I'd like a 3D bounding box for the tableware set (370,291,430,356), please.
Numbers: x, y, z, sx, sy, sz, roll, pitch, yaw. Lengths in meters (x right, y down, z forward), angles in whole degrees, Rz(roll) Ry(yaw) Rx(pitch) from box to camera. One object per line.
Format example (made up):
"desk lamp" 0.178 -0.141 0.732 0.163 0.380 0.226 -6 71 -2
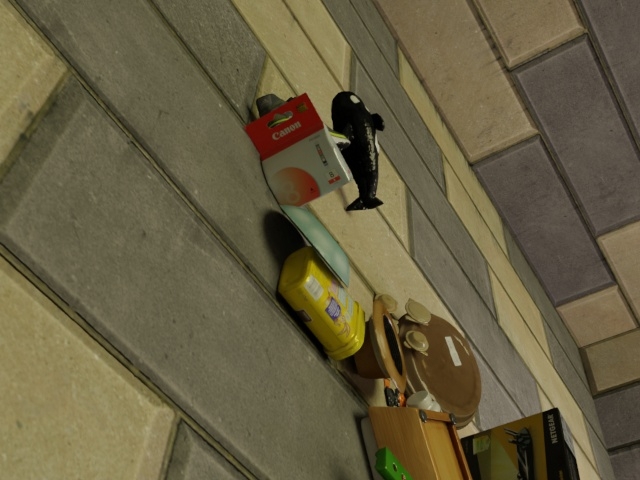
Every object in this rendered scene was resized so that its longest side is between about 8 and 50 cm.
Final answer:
"tableware set" 0.173 0.171 1.645 0.141 0.020 0.169 24 35 -8

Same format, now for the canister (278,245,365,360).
"canister" 0.003 0.107 1.338 0.170 0.073 0.126 53 23 -25

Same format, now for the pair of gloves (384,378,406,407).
"pair of gloves" 0.152 0.320 1.540 0.083 0.010 0.074 42 31 -43

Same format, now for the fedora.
"fedora" 0.102 0.204 1.434 0.194 0.079 0.194 -16 90 -78

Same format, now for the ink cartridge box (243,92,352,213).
"ink cartridge box" -0.044 -0.158 1.410 0.179 0.145 0.045 59 20 -14

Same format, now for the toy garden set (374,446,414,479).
"toy garden set" 0.127 0.469 1.140 0.204 0.049 0.244 53 23 -24

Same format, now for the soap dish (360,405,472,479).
"soap dish" 0.193 0.434 1.366 0.229 0.118 0.291 28 41 -57

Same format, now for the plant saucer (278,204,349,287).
"plant saucer" 0.000 0.000 1.377 0.195 0.037 0.195 50 -1 1

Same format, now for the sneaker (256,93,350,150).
"sneaker" -0.032 -0.231 1.576 0.121 0.111 0.300 65 18 13

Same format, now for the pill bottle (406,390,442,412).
"pill bottle" 0.221 0.370 1.563 0.120 0.067 0.067 63 21 -12

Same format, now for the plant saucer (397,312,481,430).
"plant saucer" 0.265 0.279 1.695 0.277 0.041 0.278 27 46 -32

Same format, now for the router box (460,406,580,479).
"router box" 0.427 0.522 1.643 0.081 0.242 0.309 56 23 -22

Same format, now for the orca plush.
"orca plush" 0.060 -0.211 1.745 0.102 0.151 0.287 8 82 -55
